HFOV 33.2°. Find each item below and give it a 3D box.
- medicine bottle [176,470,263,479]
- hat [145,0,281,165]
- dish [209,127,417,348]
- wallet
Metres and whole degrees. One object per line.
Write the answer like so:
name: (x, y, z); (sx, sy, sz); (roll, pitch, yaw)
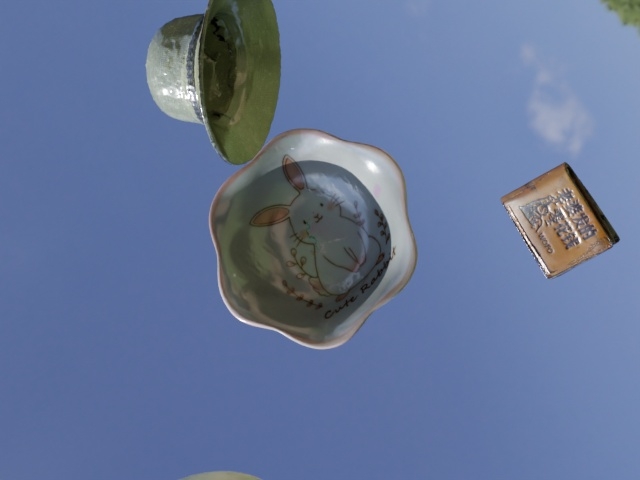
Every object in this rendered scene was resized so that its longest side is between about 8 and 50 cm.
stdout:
medicine bottle: (-0.146, 0.491, 1.510); (0.252, 0.252, 0.241); (31, -156, -36)
hat: (-0.157, -0.231, 1.427); (0.257, 0.130, 0.257); (5, -90, -69)
dish: (0.000, 0.000, 1.120); (0.229, 0.229, 0.081); (64, -168, 13)
wallet: (0.468, -0.037, 2.109); (0.195, 0.161, 0.042); (58, -152, 0)
